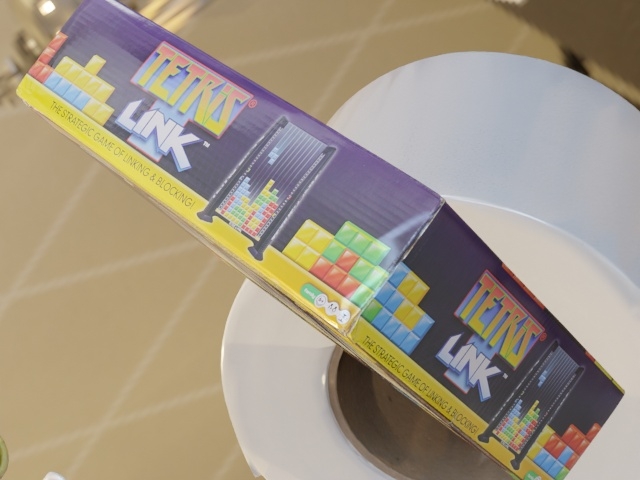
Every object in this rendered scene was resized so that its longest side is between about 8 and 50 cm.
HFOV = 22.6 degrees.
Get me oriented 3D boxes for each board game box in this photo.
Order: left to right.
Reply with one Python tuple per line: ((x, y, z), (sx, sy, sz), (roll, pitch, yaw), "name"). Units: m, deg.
((0.000, 0.000, 0.515), (0.170, 0.048, 0.141), (34, 174, 40), "board game box")

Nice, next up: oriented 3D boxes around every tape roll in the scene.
((0.084, 0.040, 0.879), (0.246, 0.246, 0.169), (57, -151, -20), "tape roll")

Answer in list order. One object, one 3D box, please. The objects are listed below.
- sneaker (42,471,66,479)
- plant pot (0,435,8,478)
((-0.214, 0.207, 1.039), (0.057, 0.161, 0.075), (16, 118, 26), "sneaker")
((-0.232, 0.122, 0.773), (0.134, 0.095, 0.134), (26, -168, -6), "plant pot")
